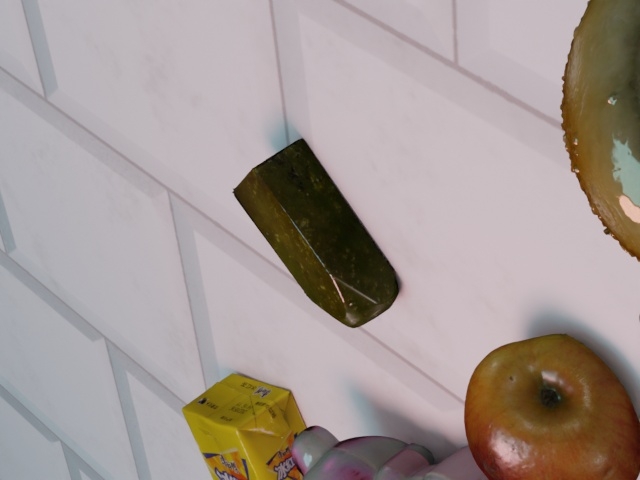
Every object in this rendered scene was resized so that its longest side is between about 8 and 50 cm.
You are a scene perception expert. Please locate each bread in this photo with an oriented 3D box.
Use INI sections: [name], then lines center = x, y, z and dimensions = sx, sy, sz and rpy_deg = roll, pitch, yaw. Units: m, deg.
[bread]
center = 0.282, -0.069, 1.321
dimensions = 0.171, 0.192, 0.314
rpy_deg = -11, 111, 60

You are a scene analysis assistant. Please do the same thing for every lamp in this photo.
[lamp]
center = 0.087, 0.359, 2.082
dimensions = 0.301, 0.247, 0.247
rpy_deg = 2, 125, 49

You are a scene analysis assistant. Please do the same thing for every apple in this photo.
[apple]
center = 0.235, 0.195, 1.766
dimensions = 0.195, 0.160, 0.173
rpy_deg = 48, 175, 27

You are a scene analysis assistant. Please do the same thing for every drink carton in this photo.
[drink carton]
center = -0.059, 0.372, 2.475
dimensions = 0.154, 0.111, 0.351
rpy_deg = 11, 129, 53

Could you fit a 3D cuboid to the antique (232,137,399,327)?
[antique]
center = 0.000, 0.000, 1.987
dimensions = 0.221, 0.080, 0.081
rpy_deg = 55, 152, 2
